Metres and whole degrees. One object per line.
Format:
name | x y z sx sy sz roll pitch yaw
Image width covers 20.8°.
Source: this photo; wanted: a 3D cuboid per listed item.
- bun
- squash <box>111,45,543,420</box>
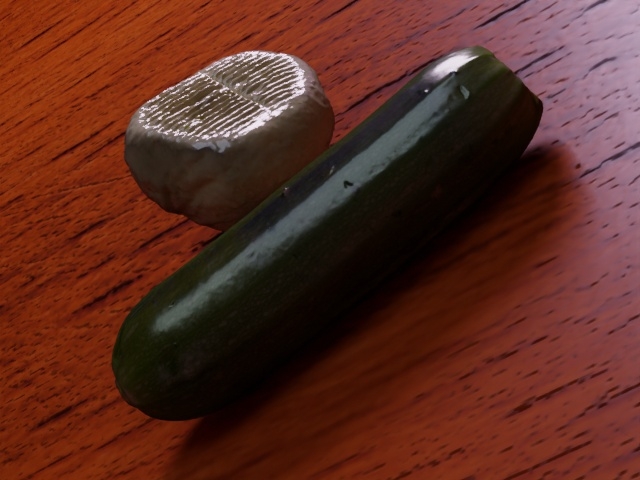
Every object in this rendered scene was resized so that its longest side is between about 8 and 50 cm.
bun | -0.043 -0.047 0.906 0.115 0.069 0.115 -15 33 10
squash | 0.000 0.000 0.773 0.229 0.066 0.066 -40 25 5
